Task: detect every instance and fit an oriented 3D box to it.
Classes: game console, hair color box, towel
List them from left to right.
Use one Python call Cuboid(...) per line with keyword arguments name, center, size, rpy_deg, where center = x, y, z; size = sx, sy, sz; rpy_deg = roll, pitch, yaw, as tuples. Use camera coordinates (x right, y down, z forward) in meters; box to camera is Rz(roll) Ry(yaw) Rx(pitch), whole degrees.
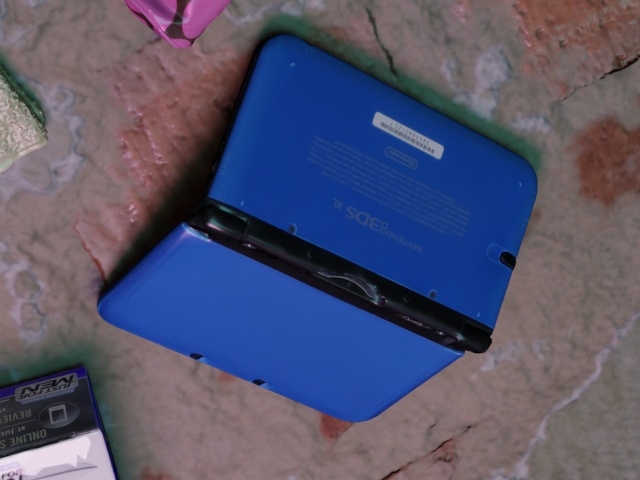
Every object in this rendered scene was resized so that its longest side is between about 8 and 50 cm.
Cuboid(name="towel", center=(-0.287, -0.104, 1.289), size=(0.110, 0.027, 0.148), rpy_deg=(-35, 122, 2))
Cuboid(name="hair color box", center=(-0.247, 0.292, 1.468), size=(0.185, 0.110, 0.338), rpy_deg=(-15, 122, -7))
Cuboid(name="game console", center=(0.000, 0.000, 1.434), size=(0.293, 0.173, 0.250), rpy_deg=(25, 76, -28))

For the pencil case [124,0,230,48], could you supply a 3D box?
Cuboid(name="pencil case", center=(-0.073, -0.245, 1.242), size=(0.098, 0.095, 0.209), rpy_deg=(33, 106, -27))
